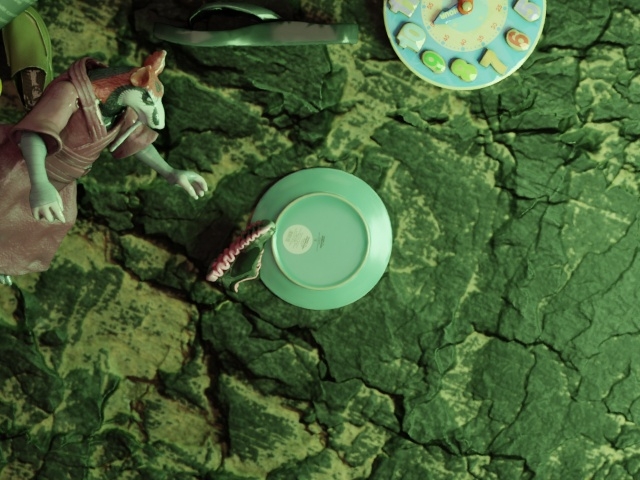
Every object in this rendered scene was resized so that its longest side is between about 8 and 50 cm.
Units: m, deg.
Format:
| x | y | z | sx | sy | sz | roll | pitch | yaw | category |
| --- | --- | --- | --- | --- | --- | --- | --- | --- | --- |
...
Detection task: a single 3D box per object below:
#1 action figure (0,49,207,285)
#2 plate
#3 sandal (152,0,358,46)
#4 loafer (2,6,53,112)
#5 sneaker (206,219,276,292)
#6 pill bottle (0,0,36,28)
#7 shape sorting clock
| x | y | z | sx | sy | sz | roll | pitch | yaw | category |
| --- | --- | --- | --- | --- | --- | --- | --- | --- | --- |
| -0.319 | -0.118 | 1.510 | 0.370 | 0.248 | 0.275 | -41 | 71 | 19 | action figure |
| 0.000 | 0.000 | 1.617 | 0.188 | 0.024 | 0.188 | 0 | 100 | -1 | plate |
| -0.081 | -0.268 | 1.545 | 0.254 | 0.097 | 0.054 | -3 | 100 | -11 | sandal |
| -0.362 | -0.225 | 1.564 | 0.056 | 0.050 | 0.148 | -14 | 100 | 0 | loafer |
| -0.092 | 0.022 | 1.606 | 0.057 | 0.047 | 0.119 | 41 | 114 | -14 | sneaker |
| -0.390 | -0.371 | 1.462 | 0.363 | 0.210 | 0.210 | -37 | 97 | 4 | pill bottle |
| 0.181 | -0.292 | 1.566 | 0.206 | 0.040 | 0.206 | 0 | 99 | 0 | shape sorting clock |
